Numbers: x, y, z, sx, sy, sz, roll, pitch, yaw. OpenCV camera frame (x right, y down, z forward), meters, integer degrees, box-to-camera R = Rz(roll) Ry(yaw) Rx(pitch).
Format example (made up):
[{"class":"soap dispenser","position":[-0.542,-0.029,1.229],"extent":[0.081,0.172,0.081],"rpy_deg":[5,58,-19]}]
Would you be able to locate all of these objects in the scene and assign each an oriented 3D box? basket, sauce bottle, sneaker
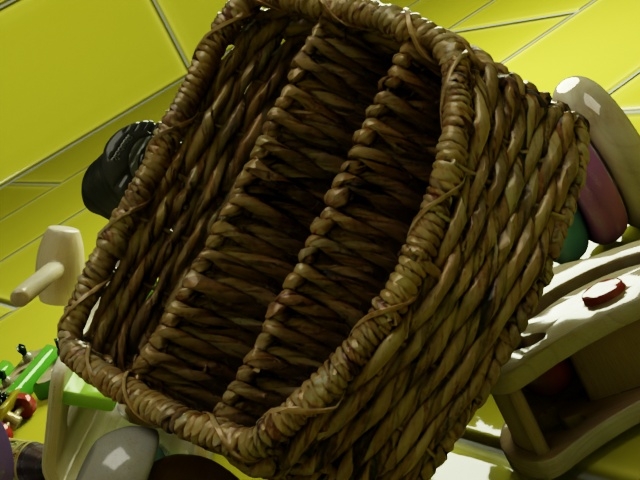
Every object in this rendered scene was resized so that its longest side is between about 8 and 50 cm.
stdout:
[{"class":"basket","position":[0.000,0.000,0.819],"extent":[0.299,0.223,0.213],"rpy_deg":[-62,19,-6]},{"class":"sauce bottle","position":[-0.266,0.203,1.197],"extent":[0.128,0.042,0.042],"rpy_deg":[-8,25,50]},{"class":"sneaker","position":[-0.096,-0.023,1.255],"extent":[0.130,0.286,0.109],"rpy_deg":[-22,46,54]}]

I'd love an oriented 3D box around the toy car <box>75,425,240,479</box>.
[{"class":"toy car","position":[-0.088,0.210,0.786],"extent":[0.136,0.159,0.182],"rpy_deg":[-60,11,14]}]

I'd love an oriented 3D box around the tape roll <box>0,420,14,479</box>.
[{"class":"tape roll","position":[-0.365,0.196,1.114],"extent":[0.189,0.189,0.080],"rpy_deg":[-21,18,19]}]

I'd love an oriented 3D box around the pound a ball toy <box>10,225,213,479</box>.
[{"class":"pound a ball toy","position":[-0.179,0.107,1.136],"extent":[0.208,0.136,0.319],"rpy_deg":[7,19,0]}]

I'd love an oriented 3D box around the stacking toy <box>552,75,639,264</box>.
[{"class":"stacking toy","position":[0.111,0.002,1.084],"extent":[0.330,0.141,0.141],"rpy_deg":[-31,17,1]}]

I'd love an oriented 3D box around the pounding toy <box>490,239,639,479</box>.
[{"class":"pounding toy","position":[0.164,0.042,0.833],"extent":[0.269,0.155,0.154],"rpy_deg":[-20,15,27]}]

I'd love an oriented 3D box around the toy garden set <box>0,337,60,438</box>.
[{"class":"toy garden set","position":[-0.381,0.174,1.440],"extent":[0.244,0.049,0.204],"rpy_deg":[-20,19,23]}]
